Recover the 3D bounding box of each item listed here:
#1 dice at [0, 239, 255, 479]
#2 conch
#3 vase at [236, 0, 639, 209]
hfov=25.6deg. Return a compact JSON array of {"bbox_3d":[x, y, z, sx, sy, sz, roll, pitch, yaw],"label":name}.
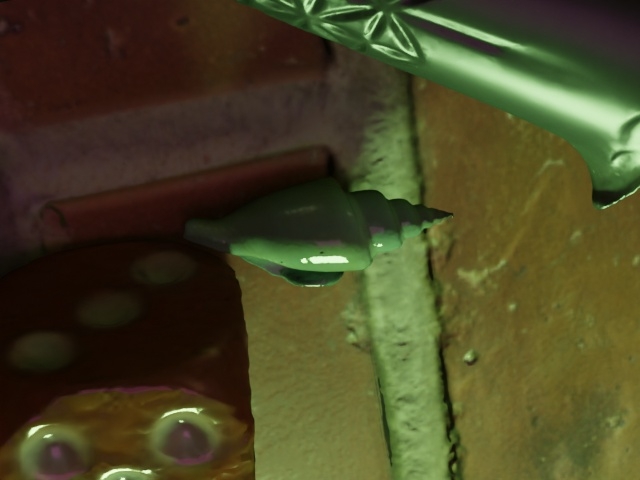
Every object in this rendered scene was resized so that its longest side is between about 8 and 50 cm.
[{"bbox_3d":[-0.134,0.113,0.920,0.179,0.174,0.175,-6,123,-5],"label":"dice"},{"bbox_3d":[0.000,-0.007,0.945,0.180,0.088,0.065,-4,77,1],"label":"conch"},{"bbox_3d":[0.076,-0.171,0.820,0.301,0.156,0.251,15,101,-12],"label":"vase"}]
